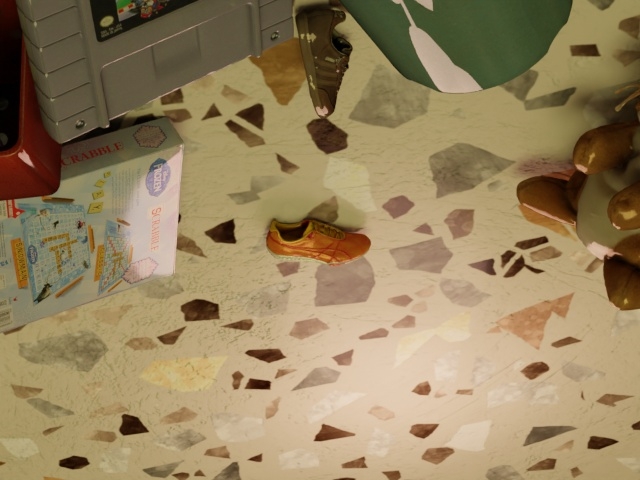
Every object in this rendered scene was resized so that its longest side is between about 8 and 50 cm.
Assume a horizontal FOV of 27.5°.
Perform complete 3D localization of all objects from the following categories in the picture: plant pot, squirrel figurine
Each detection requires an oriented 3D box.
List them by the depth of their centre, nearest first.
[{"bbox_3d":[0.134,-0.359,1.515,0.341,0.341,0.334,-19,148,14],"label":"plant pot"},{"bbox_3d":[-0.459,-0.172,1.685,0.267,0.267,0.236,-6,159,10],"label":"plant pot"},{"bbox_3d":[0.559,-0.129,1.957,0.397,0.281,0.370,-4,134,-27],"label":"squirrel figurine"}]

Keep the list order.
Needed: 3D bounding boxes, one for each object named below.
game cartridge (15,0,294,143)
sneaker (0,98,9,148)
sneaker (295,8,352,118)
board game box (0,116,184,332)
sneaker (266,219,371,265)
[{"bbox_3d":[-0.188,-0.280,1.588,0.355,0.068,0.230,-29,145,-23],"label":"game cartridge"},{"bbox_3d":[-0.417,-0.122,1.903,0.098,0.083,0.223,-15,141,2],"label":"sneaker"},{"bbox_3d":[0.014,-0.244,1.828,0.071,0.066,0.188,-11,142,3],"label":"sneaker"},{"bbox_3d":[-0.367,-0.017,1.964,0.318,0.066,0.318,-19,147,-23],"label":"board game box"},{"bbox_3d":[0.000,0.000,2.140,0.175,0.064,0.067,1,131,-14],"label":"sneaker"}]
